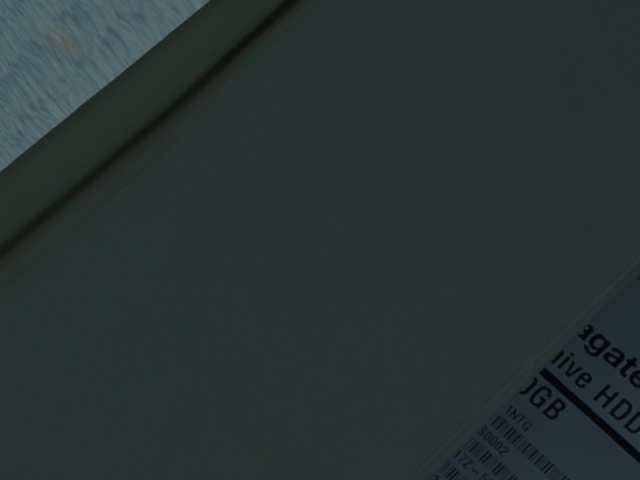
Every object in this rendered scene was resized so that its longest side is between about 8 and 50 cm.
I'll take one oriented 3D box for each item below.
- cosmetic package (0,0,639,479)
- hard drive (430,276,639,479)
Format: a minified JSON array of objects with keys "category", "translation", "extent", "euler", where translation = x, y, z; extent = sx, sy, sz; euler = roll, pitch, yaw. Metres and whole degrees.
[{"category":"cosmetic package","translation":[0.000,0.000,0.484],"extent":[0.113,0.309,0.160],"euler":[47,161,0]},{"category":"hard drive","translation":[0.049,0.117,0.564],"extent":[0.237,0.339,0.064],"euler":[43,159,18]}]
